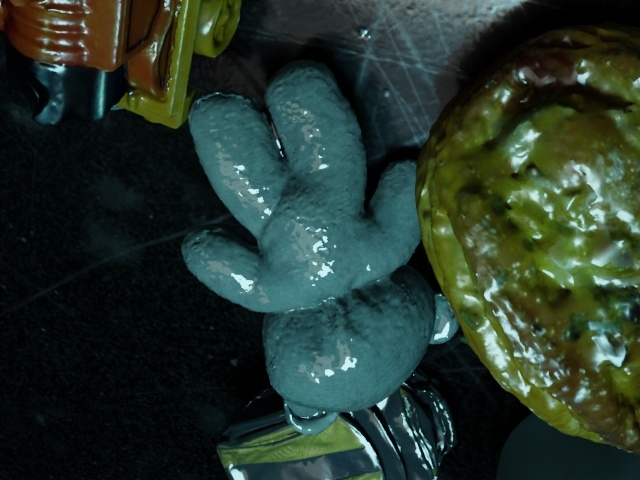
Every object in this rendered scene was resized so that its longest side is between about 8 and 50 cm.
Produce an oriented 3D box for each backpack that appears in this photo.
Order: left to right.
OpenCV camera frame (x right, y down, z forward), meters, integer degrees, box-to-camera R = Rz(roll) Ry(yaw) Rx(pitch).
[{"bbox_3d":[0.029,0.231,0.875,0.258,0.133,0.206,-21,105,25],"label":"backpack"}]

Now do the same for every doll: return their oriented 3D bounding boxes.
[{"bbox_3d":[0.000,0.001,0.733,0.246,0.158,0.340,-26,100,-1],"label":"doll"}]

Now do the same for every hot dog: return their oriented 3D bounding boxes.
[{"bbox_3d":[0.248,0.020,0.604,0.267,0.174,0.387,-37,106,18],"label":"hot dog"}]

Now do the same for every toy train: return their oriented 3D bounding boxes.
[{"bbox_3d":[-0.154,-0.244,0.548,0.163,0.231,0.369,23,129,6],"label":"toy train"}]

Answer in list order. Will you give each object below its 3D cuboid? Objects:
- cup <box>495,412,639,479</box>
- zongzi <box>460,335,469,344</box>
[{"bbox_3d":[0.253,0.306,0.714,0.206,0.312,0.205,10,126,14],"label":"cup"},{"bbox_3d":[0.237,0.118,0.773,0.154,0.062,0.130,28,151,-19],"label":"zongzi"}]
